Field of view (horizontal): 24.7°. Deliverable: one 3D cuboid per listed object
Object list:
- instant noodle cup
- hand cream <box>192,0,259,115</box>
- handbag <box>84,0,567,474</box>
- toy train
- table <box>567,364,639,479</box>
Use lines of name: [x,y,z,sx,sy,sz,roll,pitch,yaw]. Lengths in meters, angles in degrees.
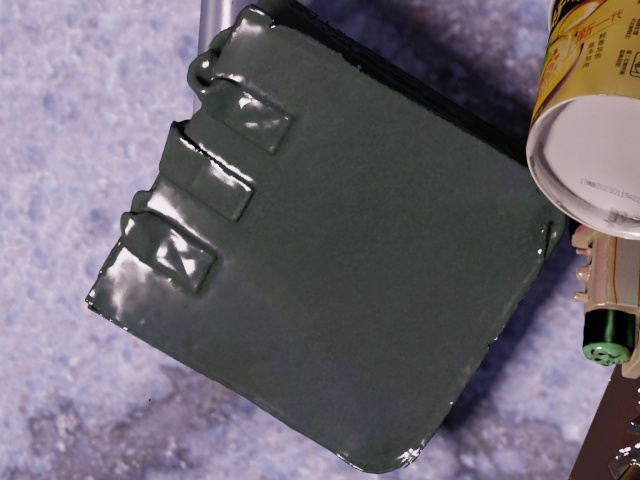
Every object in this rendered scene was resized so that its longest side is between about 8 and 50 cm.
instant noodle cup: [0.187,-0.083,0.839,0.151,0.122,0.151,18,142,15]
hand cream: [-0.060,-0.080,1.007,0.079,0.048,0.255,11,111,22]
handbag: [0.001,0.000,0.961,0.260,0.079,0.247,31,112,-3]
toy train: [0.195,0.021,0.897,0.087,0.050,0.138,8,68,-2]
table: [0.279,0.162,0.906,0.240,0.111,0.121,22,111,14]
